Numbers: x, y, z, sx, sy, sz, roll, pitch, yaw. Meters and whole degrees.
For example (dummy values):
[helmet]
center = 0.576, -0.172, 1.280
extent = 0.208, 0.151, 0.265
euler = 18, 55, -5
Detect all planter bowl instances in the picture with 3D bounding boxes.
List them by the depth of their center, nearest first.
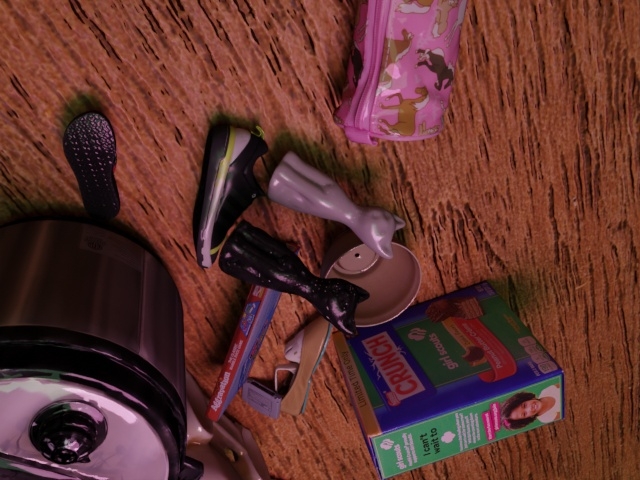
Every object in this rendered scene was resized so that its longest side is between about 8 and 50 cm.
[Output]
[planter bowl]
center = 0.069, 0.044, 0.978
extent = 0.162, 0.109, 0.162
euler = -7, 121, -11

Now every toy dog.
[toy dog]
center = -0.293, 0.488, 0.996
extent = 0.408, 0.395, 0.285
euler = -36, 132, -2

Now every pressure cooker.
[pressure cooker]
center = -0.361, 0.204, 0.778
extent = 0.369, 0.420, 0.376
euler = -10, 123, -9

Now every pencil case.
[pencil case]
center = 0.110, -0.313, 0.746
extent = 0.167, 0.160, 0.386
euler = -3, 122, -14

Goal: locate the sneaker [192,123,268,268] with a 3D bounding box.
[sneaker]
center = -0.129, -0.057, 0.881
extent = 0.097, 0.084, 0.235
euler = 6, 119, -20

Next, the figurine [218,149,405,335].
[figurine]
center = 0.000, 0.000, 0.847
extent = 0.209, 0.215, 0.092
euler = 30, 155, 2

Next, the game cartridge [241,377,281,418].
[game cartridge]
center = -0.109, 0.293, 1.108
extent = 0.017, 0.083, 0.056
euler = -29, 137, -52

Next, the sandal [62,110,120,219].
[sandal]
center = -0.314, -0.106, 0.836
extent = 0.067, 0.040, 0.179
euler = 2, 134, -9

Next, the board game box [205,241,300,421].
[board game box]
center = -0.111, 0.147, 0.978
extent = 0.027, 0.145, 0.281
euler = 26, 114, 7

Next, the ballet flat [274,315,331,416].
[ballet flat]
center = -0.041, 0.226, 1.082
extent = 0.073, 0.080, 0.232
euler = 14, 116, -6

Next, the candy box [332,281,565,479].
[candy box]
center = 0.203, 0.226, 1.028
extent = 0.317, 0.268, 0.122
euler = -19, 120, -3
